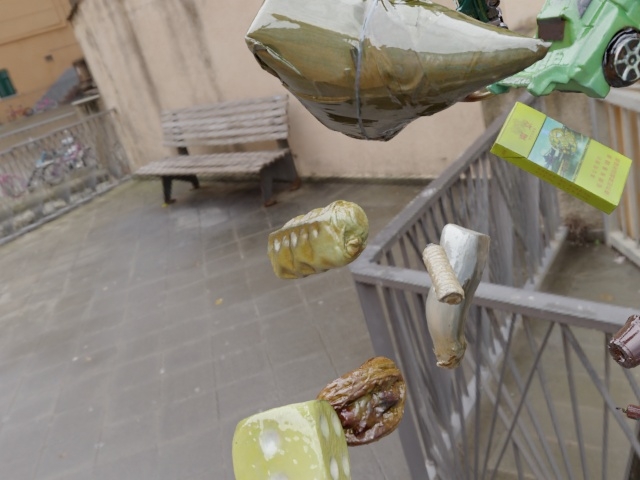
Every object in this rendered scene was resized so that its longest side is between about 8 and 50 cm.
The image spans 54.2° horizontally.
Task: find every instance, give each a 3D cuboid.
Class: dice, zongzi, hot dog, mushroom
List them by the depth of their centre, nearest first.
[{"bbox_3d":[0.139,-0.226,0.904,0.392,0.174,0.356,16,-3,25],"label":"zongzi"},{"bbox_3d":[-0.050,0.387,1.121,0.169,0.169,0.166,-18,-19,13],"label":"dice"},{"bbox_3d":[0.087,0.330,1.284,0.226,0.161,0.099,-26,15,-26],"label":"hot dog"},{"bbox_3d":[0.379,0.159,1.754,0.177,0.397,0.126,25,-11,-41],"label":"mushroom"}]

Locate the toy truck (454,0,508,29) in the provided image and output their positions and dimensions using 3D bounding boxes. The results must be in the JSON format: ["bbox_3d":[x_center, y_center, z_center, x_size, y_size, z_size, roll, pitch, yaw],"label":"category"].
[{"bbox_3d":[0.432,-0.644,1.718,0.116,0.216,0.110,-19,51,19],"label":"toy truck"}]

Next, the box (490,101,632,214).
[{"bbox_3d":[0.620,-0.217,1.609,0.335,0.047,0.187,29,57,7],"label":"box"}]

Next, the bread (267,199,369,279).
[{"bbox_3d":[0.000,0.000,1.365,0.130,0.152,0.267,21,-22,-29],"label":"bread"}]

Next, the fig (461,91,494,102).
[{"bbox_3d":[0.327,-0.397,1.535,0.175,0.207,0.175,-32,25,16],"label":"fig"}]

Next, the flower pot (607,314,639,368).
[{"bbox_3d":[0.711,0.239,1.423,0.089,0.111,0.111,-30,24,-10],"label":"flower pot"}]

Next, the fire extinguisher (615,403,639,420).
[{"bbox_3d":[0.808,0.432,1.547,0.132,0.039,0.056,7,-8,39],"label":"fire extinguisher"}]

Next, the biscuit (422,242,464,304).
[{"bbox_3d":[0.267,0.073,1.385,0.061,0.055,0.219,-6,27,-1],"label":"biscuit"}]

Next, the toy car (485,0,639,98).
[{"bbox_3d":[0.474,-0.385,1.104,0.359,0.176,0.213,-62,22,6],"label":"toy car"}]
